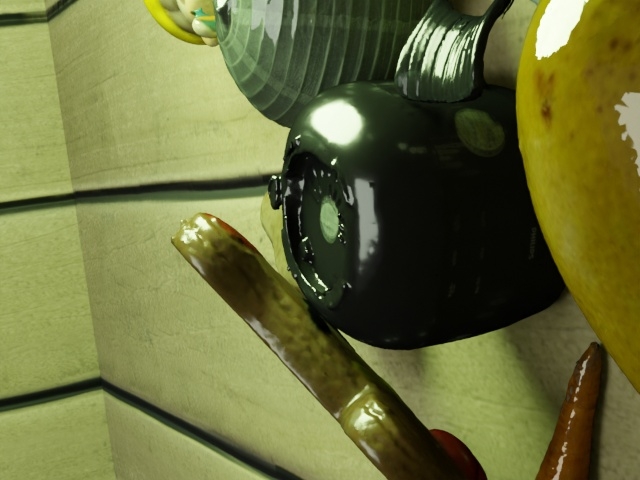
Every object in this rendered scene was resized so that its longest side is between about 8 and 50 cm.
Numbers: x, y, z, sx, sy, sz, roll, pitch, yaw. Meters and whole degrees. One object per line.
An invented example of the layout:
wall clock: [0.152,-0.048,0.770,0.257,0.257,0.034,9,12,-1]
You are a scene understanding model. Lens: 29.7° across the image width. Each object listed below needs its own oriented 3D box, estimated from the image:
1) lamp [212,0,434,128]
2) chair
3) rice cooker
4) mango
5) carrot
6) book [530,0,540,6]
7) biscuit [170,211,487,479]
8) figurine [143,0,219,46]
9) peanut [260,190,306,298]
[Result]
lamp: [0.001,-0.235,1.230,0.265,0.233,0.233,-58,47,50]
chair: [0.095,-0.236,0.961,0.140,0.145,0.221,12,77,64]
rice cooker: [0.088,-0.030,1.115,0.267,0.225,0.267,171,90,-68]
mango: [0.284,-0.003,0.694,0.445,0.232,0.300,59,144,22]
carrot: [0.223,0.208,1.111,0.061,0.061,0.256,-143,51,-58]
book: [0.189,-0.291,1.042,0.231,0.026,0.157,55,143,43]
biscuit: [0.033,0.146,1.237,0.394,0.076,0.368,45,177,27]
figurine: [-0.110,-0.314,1.521,0.343,0.187,0.215,50,133,40]
peanut: [0.000,0.000,1.447,0.224,0.129,0.129,-115,27,-46]
